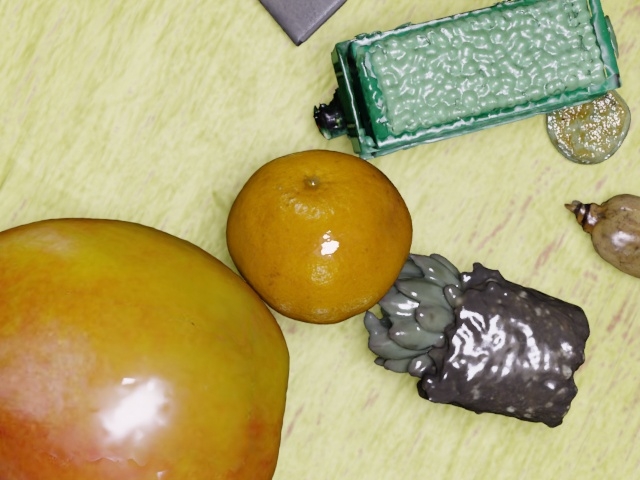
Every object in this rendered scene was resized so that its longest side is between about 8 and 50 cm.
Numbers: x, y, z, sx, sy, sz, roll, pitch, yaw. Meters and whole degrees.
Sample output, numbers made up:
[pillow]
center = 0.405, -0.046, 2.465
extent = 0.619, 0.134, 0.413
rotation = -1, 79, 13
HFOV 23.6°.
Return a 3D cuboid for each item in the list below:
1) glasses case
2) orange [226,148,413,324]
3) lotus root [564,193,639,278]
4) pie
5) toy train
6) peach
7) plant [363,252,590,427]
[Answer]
[glasses case]
center = -0.056, -0.271, 1.396
extent = 0.072, 0.042, 0.190
rotation = -40, 92, 3
[orange]
center = 0.000, 0.000, 1.301
extent = 0.159, 0.159, 0.136
rotation = -9, 132, -5
[lotus root]
center = 0.292, -0.002, 1.407
extent = 0.152, 0.063, 0.072
rotation = 23, 73, -5
[pie]
center = 0.247, -0.112, 1.427
extent = 0.084, 0.021, 0.084
rotation = 0, 93, -7
[toy train]
center = 0.124, -0.150, 1.352
extent = 0.269, 0.154, 0.115
rotation = -14, 87, -4
[peach]
center = -0.188, 0.128, 1.254
extent = 0.332, 0.308, 0.308
rotation = 17, 88, -6
[plant]
center = 0.134, 0.089, 1.359
extent = 0.194, 0.132, 0.129
rotation = 18, 84, 3
